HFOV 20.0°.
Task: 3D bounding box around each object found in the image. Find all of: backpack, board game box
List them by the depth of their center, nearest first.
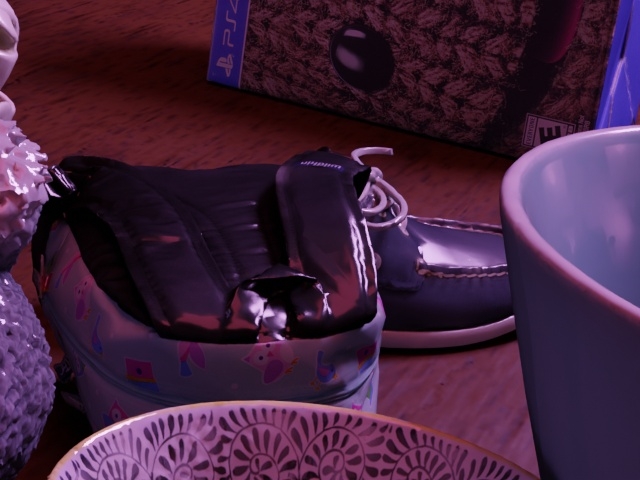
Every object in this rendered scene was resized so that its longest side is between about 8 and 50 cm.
[{"bbox_3d":[-0.037,0.035,0.721,0.152,0.115,0.182,-8,23,-13],"label":"backpack"},{"bbox_3d":[0.089,-0.203,1.285,0.291,0.232,0.141,15,20,20],"label":"board game box"}]

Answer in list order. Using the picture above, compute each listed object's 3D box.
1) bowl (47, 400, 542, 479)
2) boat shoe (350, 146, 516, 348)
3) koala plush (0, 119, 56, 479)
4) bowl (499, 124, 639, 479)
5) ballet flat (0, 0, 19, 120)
[{"bbox_3d":[-0.002,0.119,0.543,0.170,0.080,0.170,7,18,-2],"label":"bowl"},{"bbox_3d":[0.000,0.000,0.891,0.254,0.079,0.095,3,19,-17],"label":"boat shoe"},{"bbox_3d":[-0.175,0.047,0.526,0.221,0.196,0.203,-12,18,-38],"label":"koala plush"},{"bbox_3d":[0.200,0.081,0.617,0.311,0.163,0.311,8,18,-3],"label":"bowl"},{"bbox_3d":[-0.240,-0.104,1.054,0.139,0.139,0.400,6,23,-8],"label":"ballet flat"}]
